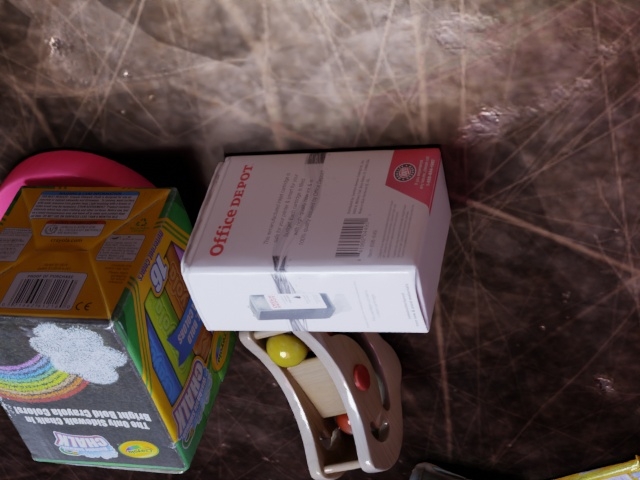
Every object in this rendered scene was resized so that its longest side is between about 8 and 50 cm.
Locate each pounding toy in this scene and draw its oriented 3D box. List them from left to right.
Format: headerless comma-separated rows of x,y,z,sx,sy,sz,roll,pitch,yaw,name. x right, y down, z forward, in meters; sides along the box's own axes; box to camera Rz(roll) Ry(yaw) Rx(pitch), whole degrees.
-0.008,0.172,1.302,0.154,0.154,0.269,-16,128,30,pounding toy

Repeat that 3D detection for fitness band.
-0.245,0.024,1.299,0.209,0.054,0.291,13,136,8,fitness band

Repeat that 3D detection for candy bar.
0.316,0.283,1.419,0.161,0.018,0.040,-24,127,35,candy bar

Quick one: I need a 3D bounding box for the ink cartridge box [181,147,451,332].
0.000,0.000,1.117,0.217,0.159,0.092,1,136,17,ink cartridge box

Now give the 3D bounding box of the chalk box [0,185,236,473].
-0.204,0.108,1.202,0.180,0.179,0.289,2,136,18,chalk box

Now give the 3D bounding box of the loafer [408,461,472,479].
0.231,0.330,1.457,0.267,0.084,0.096,17,132,-6,loafer
